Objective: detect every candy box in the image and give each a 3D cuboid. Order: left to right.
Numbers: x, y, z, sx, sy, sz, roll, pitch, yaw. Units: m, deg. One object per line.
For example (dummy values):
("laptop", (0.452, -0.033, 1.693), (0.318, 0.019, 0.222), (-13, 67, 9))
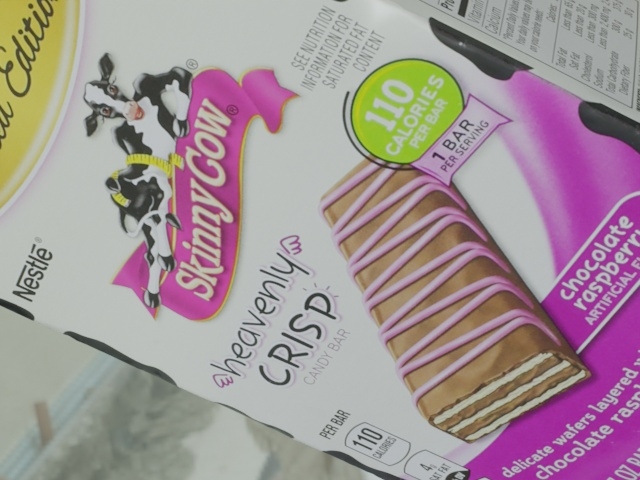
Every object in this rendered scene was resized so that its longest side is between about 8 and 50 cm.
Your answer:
("candy box", (0.016, -0.014, 0.405), (0.159, 0.233, 0.071), (-58, 10, 41))
